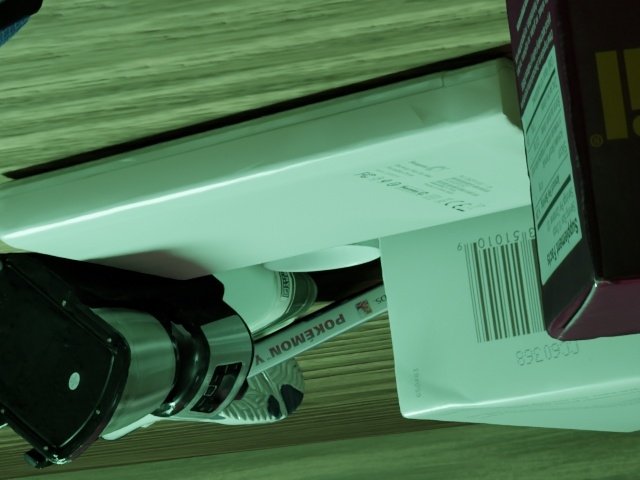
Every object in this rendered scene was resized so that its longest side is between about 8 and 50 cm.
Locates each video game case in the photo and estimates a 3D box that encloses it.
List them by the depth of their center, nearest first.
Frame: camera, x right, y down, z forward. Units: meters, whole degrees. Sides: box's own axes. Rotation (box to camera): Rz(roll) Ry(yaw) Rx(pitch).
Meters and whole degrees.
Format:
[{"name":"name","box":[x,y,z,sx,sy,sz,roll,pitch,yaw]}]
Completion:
[{"name":"video game case","box":[-0.028,0.081,1.387,0.183,0.023,0.201,-25,179,-21]}]

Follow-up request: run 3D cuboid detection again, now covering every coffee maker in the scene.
[{"name":"coffee maker","box":[-0.146,0.050,1.117,0.120,0.171,0.178,-35,168,21]}]

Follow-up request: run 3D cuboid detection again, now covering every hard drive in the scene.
[{"name":"hard drive","box":[0.000,-0.032,0.982,0.307,0.040,0.203,-12,167,27]}]

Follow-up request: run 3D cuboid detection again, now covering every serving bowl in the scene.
[{"name":"serving bowl","box":[0.000,0.000,1.171,0.083,0.027,0.083,-6,168,-1]}]

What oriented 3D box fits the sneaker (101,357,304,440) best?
[{"name":"sneaker","box":[-0.145,0.131,1.578,0.235,0.094,0.153,0,168,-27]}]

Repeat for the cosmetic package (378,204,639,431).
[{"name":"cosmetic package","box":[0.228,0.044,1.202,0.217,0.156,0.385,-12,168,29]}]

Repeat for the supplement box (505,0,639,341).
[{"name":"supplement box","box":[0.103,-0.076,0.447,0.104,0.188,0.081,-6,168,-1]}]

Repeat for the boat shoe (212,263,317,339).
[{"name":"boat shoe","box":[-0.105,0.063,1.301,0.219,0.078,0.070,-14,165,27]}]

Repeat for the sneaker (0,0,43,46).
[{"name":"sneaker","box":[-0.142,-0.109,0.399,0.147,0.130,0.330,-21,171,0]}]
